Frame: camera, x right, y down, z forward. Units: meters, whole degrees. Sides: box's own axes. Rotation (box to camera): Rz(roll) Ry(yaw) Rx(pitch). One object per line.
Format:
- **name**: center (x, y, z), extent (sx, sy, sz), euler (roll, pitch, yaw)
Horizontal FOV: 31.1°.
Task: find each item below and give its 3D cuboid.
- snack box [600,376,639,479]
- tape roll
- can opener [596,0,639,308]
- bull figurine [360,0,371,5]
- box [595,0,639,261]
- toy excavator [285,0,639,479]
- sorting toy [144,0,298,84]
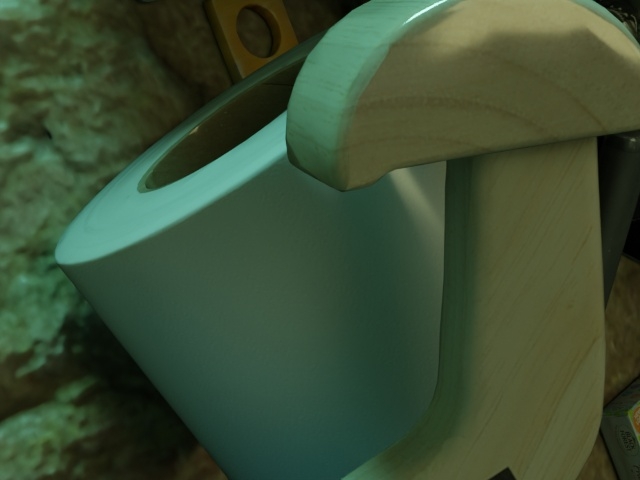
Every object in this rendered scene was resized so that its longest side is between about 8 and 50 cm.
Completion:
- **snack box**: center (0.301, 0.192, 1.000), extent (0.100, 0.037, 0.141), euler (-28, 98, -43)
- **tape roll**: center (0.000, 0.000, 0.642), extent (0.169, 0.246, 0.246), euler (55, 51, -18)
- **can opener**: center (0.231, -0.072, 0.895), extent (0.095, 0.076, 0.283), euler (-13, 121, -47)
- **bull figurine**: center (0.151, -0.188, 0.913), extent (0.310, 0.101, 0.188), euler (-17, 98, -38)
- **box**: center (0.417, -0.153, 0.979), extent (0.179, 0.343, 0.312), euler (23, 65, -35)
- **toy excavator**: center (0.007, 0.172, 0.488), extent (0.445, 0.222, 0.433), euler (-36, 108, -7)
- **sorting toy**: center (-0.087, -0.273, 0.761), extent (0.196, 0.047, 0.347), euler (-42, 108, -39)
